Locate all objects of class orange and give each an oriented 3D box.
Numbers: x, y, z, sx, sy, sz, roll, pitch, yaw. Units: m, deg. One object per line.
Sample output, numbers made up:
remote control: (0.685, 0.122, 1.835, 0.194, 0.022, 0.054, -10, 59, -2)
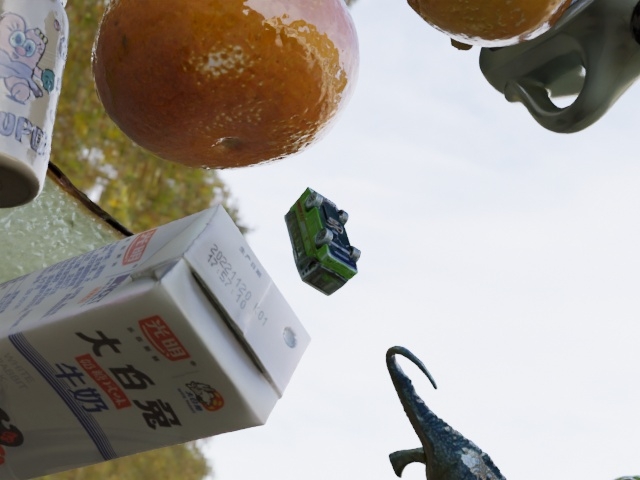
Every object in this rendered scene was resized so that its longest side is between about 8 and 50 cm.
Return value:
orange: (0.138, -0.245, 0.991, 0.155, 0.177, 0.177, -1, -27, 0)
orange: (-0.145, -0.295, 1.883, 0.424, 0.326, 0.424, -2, -20, -1)

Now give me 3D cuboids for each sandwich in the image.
sandwich: (-0.359, 0.034, 1.373, 0.301, 0.271, 0.099, 39, -37, 23)

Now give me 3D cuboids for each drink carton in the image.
drink carton: (-0.172, 0.085, 0.891, 0.315, 0.106, 0.130, -19, -63, 33)

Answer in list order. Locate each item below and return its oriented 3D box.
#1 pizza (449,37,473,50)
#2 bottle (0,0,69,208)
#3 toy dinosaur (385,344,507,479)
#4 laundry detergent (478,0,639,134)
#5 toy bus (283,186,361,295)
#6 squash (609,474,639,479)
pizza: (0.229, -0.293, 1.427, 0.161, 0.062, 0.182, 24, -69, -14)
bottle: (-0.224, -0.135, 0.858, 0.110, 0.209, 0.097, -5, -24, 23)
toy dinosaur: (0.144, 0.252, 1.231, 0.147, 0.076, 0.363, -30, -70, 27)
laundry detergent: (0.263, -0.198, 1.131, 0.105, 0.215, 0.280, 30, 9, -22)
toy bus: (0.000, 0.000, 0.787, 0.031, 0.083, 0.037, 33, -67, -28)
squash: (0.178, 0.202, 0.634, 0.066, 0.066, 0.201, -3, -56, 28)
